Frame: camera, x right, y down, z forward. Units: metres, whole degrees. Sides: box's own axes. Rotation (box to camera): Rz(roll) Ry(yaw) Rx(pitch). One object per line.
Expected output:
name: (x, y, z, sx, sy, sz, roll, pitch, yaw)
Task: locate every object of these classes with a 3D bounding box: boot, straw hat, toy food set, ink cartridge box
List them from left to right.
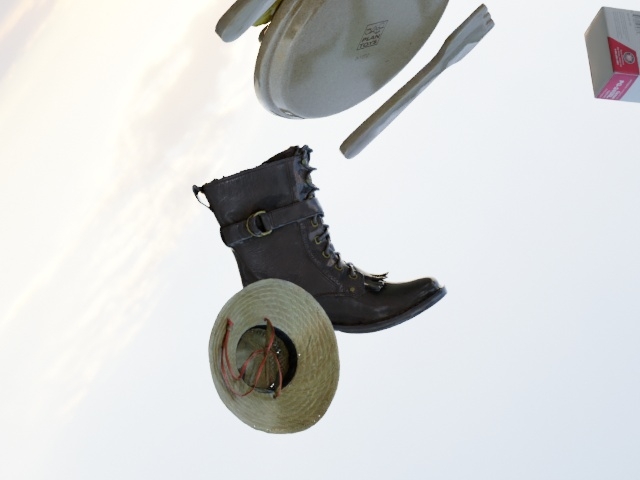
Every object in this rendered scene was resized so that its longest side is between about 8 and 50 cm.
straw hat: (-0.056, 0.105, 0.933, 0.061, 0.144, 0.144, -19, -139, 46)
boot: (0.000, 0.000, 1.230, 0.263, 0.229, 0.091, -13, 178, -3)
toy food set: (0.016, -0.114, 0.516, 0.132, 0.192, 0.038, -43, -112, 4)
ink cartridge box: (0.427, -0.234, 1.373, 0.063, 0.150, 0.109, 113, -21, -59)
